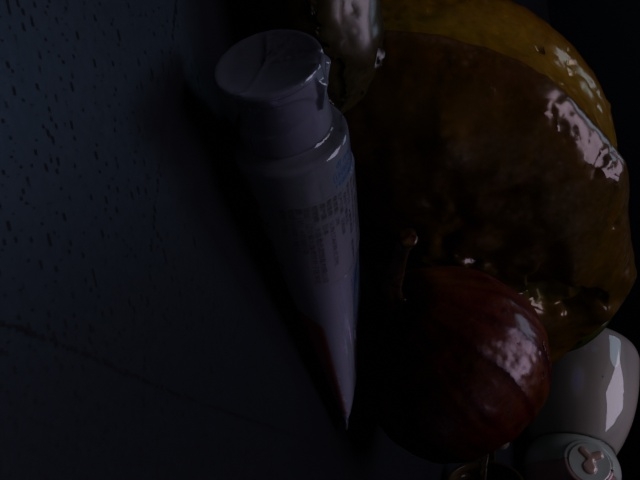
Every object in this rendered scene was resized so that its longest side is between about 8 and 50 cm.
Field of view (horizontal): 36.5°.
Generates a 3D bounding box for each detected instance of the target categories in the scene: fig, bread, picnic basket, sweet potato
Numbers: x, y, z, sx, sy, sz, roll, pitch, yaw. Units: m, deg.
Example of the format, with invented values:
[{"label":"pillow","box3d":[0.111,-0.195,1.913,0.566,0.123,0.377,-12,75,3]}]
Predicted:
[{"label":"fig","box3d":[0.078,0.072,0.594,0.150,0.128,0.128,36,49,-66]},{"label":"bread","box3d":[0.135,-0.039,0.717,0.194,0.178,0.340,-76,152,-49]},{"label":"picnic basket","box3d":[0.131,0.191,0.776,0.072,0.072,0.083,-57,148,-63]},{"label":"sweet potato","box3d":[-0.022,-0.198,0.501,0.075,0.075,0.273,-44,121,-67]}]

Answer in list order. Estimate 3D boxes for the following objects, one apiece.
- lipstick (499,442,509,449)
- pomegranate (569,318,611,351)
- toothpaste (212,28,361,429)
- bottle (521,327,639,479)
[{"label":"lipstick","box3d":[0.175,0.182,0.989,0.019,0.019,0.094,-80,154,-42]},{"label":"pomegranate","box3d":[0.251,0.051,1.081,0.220,0.156,0.156,48,37,-74]},{"label":"toothpaste","box3d":[0.000,0.000,0.514,0.234,0.057,0.089,73,18,-44]},{"label":"bottle","box3d":[0.310,0.232,1.185,0.147,0.147,0.237,60,36,-47]}]
